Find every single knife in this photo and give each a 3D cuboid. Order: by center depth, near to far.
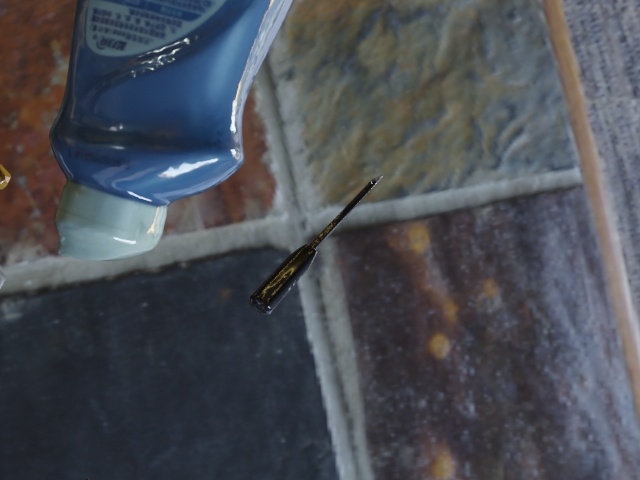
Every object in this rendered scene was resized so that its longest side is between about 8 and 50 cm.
[{"bbox_3d":[0.000,0.000,1.314,0.028,0.060,0.230,41,67,4],"label":"knife"}]

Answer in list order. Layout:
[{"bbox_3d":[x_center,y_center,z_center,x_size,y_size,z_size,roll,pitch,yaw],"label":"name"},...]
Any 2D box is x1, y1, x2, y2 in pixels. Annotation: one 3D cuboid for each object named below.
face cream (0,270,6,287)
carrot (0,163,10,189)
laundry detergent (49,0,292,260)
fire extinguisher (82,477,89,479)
[{"bbox_3d":[-0.526,0.048,1.487,0.195,0.175,0.175,40,60,-14],"label":"face cream"},{"bbox_3d":[-0.552,-0.127,1.783,0.170,0.042,0.042,28,66,-31],"label":"carrot"},{"bbox_3d":[-0.104,-0.120,0.795,0.143,0.094,0.290,17,94,9],"label":"laundry detergent"},{"bbox_3d":[-0.391,0.392,1.662,0.158,0.043,0.064,-26,90,-9],"label":"fire extinguisher"}]
